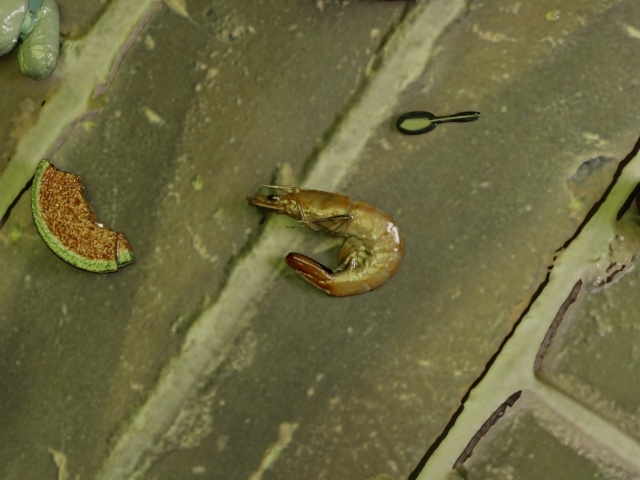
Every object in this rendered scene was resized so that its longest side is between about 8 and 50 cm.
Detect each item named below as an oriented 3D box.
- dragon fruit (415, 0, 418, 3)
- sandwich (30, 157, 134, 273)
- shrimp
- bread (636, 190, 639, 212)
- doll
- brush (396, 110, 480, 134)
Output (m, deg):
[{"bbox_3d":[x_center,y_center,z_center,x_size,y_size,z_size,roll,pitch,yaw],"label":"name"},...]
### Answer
[{"bbox_3d":[0.071,-0.370,1.565,0.290,0.189,0.291,0,84,4],"label":"dragon fruit"},{"bbox_3d":[-0.243,-0.018,1.628,0.067,0.029,0.135,-36,82,-6],"label":"sandwich"},{"bbox_3d":[0.000,-0.001,1.612,0.162,0.045,0.095,16,106,0],"label":"shrimp"},{"bbox_3d":[0.337,-0.027,1.565,0.085,0.085,0.053,34,79,7],"label":"bread"},{"bbox_3d":[-0.342,-0.240,1.637,0.214,0.071,0.103,33,88,3],"label":"doll"},{"bbox_3d":[0.115,-0.118,1.626,0.083,0.008,0.024,-8,82,2],"label":"brush"}]
